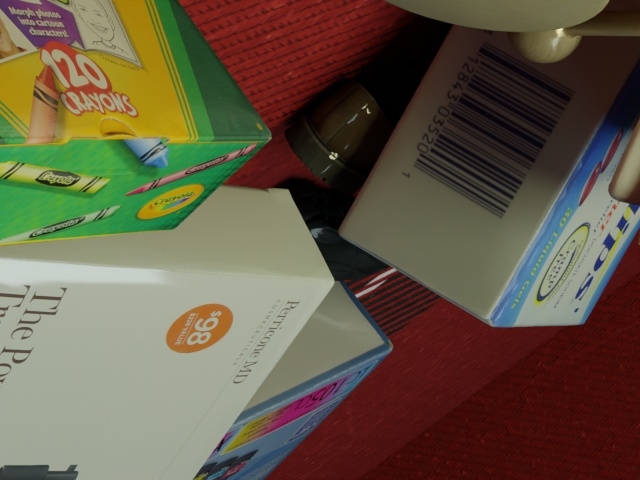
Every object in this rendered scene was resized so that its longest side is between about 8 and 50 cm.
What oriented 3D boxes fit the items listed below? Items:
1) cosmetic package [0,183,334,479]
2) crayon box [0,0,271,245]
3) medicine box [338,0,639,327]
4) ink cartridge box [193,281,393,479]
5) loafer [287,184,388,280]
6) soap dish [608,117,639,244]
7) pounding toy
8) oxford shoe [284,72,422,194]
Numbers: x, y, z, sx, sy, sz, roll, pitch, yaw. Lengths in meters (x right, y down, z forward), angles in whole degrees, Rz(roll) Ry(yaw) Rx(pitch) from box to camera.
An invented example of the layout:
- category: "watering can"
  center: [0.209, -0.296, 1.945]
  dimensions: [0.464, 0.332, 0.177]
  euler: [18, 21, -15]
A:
- category: "cosmetic package"
  center: [-0.205, 0.113, 1.238]
  dimensions: [0.284, 0.097, 0.377]
  euler: [3, 135, -39]
- category: "crayon box"
  center: [-0.157, -0.084, 0.840]
  dimensions: [0.081, 0.165, 0.278]
  euler: [-42, 165, 24]
- category: "medicine box"
  center: [0.181, -0.078, 1.491]
  dimensions: [0.263, 0.149, 0.289]
  euler: [-61, 160, 9]
- category: "ink cartridge box"
  center: [-0.151, 0.186, 1.765]
  dimensions: [0.270, 0.151, 0.395]
  euler: [-21, 161, -44]
- category: "loafer"
  center: [0.000, 0.000, 1.665]
  dimensions: [0.078, 0.076, 0.223]
  euler: [-34, 162, 16]
- category: "soap dish"
  center: [0.310, -0.114, 1.300]
  dimensions: [0.229, 0.118, 0.291]
  euler: [-67, 168, 18]
- category: "pounding toy"
  center: [0.120, -0.207, 1.166]
  dimensions: [0.237, 0.110, 0.183]
  euler: [23, 162, -33]
- category: "oxford shoe"
  center: [0.063, -0.085, 1.510]
  dimensions: [0.096, 0.083, 0.227]
  euler: [-44, 165, 16]
